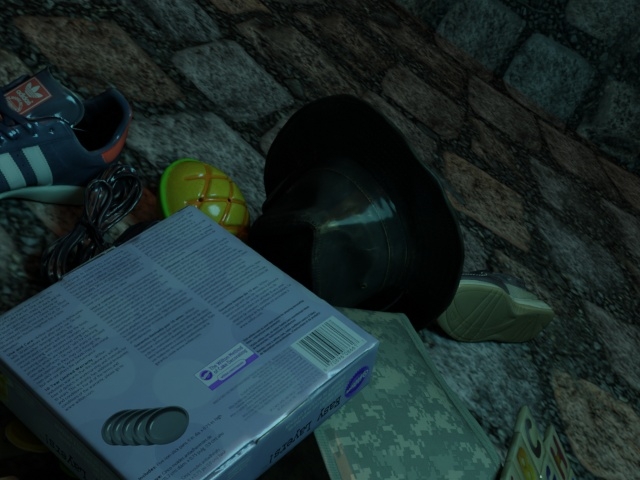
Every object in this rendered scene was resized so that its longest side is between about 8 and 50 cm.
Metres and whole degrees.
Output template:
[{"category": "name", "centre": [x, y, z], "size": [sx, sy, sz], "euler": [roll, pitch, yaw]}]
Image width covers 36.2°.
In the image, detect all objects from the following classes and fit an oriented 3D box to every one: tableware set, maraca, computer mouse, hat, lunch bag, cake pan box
[{"category": "tableware set", "centre": [-0.244, 0.156, 0.844], "size": [0.154, 0.024, 0.104], "euler": [23, 19, 7]}, {"category": "maraca", "centre": [-0.132, -0.016, 1.201], "size": [0.186, 0.099, 0.127], "euler": [58, 41, -10]}, {"category": "computer mouse", "centre": [-0.160, 0.044, 1.092], "size": [0.272, 0.072, 0.188], "euler": [28, 48, -6]}, {"category": "hat", "centre": [0.000, 0.000, 1.136], "size": [0.134, 0.331, 0.331], "euler": [-25, 64, -36]}, {"category": "lunch bag", "centre": [0.034, 0.208, 0.976], "size": [0.235, 0.169, 0.287], "euler": [11, 33, -40]}, {"category": "cake pan box", "centre": [-0.118, 0.098, 0.844], "size": [0.245, 0.070, 0.267], "euler": [35, 48, 24]}]

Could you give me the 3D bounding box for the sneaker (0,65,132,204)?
[{"category": "sneaker", "centre": [-0.345, -0.116, 1.042], "size": [0.131, 0.148, 0.350], "euler": [47, 29, 17]}]

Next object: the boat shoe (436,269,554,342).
[{"category": "boat shoe", "centre": [0.246, 0.091, 1.477], "size": [0.285, 0.103, 0.092], "euler": [12, 32, -45]}]

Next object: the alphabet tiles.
[{"category": "alphabet tiles", "centre": [0.265, 0.358, 1.013], "size": [0.343, 0.011, 0.285], "euler": [65, 26, -9]}]

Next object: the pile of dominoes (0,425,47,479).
[{"category": "pile of dominoes", "centre": [-0.207, 0.221, 0.812], "size": [0.251, 0.040, 0.196], "euler": [-5, 49, -52]}]
